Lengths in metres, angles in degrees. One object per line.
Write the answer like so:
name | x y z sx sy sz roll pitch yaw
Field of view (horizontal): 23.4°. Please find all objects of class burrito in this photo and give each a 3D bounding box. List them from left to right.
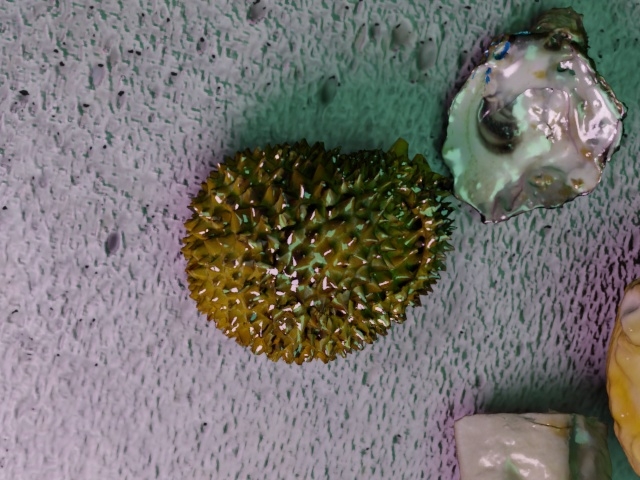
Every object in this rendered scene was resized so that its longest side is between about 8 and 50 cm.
burrito | 0.268 0.362 1.797 0.190 0.135 0.331 5 74 -40

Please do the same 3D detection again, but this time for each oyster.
oyster | 0.238 -0.137 1.789 0.223 0.083 0.214 -23 98 6

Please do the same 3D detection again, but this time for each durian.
durian | 0.000 0.011 1.663 0.293 0.258 0.258 -10 103 -27

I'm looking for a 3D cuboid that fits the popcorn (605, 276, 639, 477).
popcorn | 0.500 0.139 1.804 0.344 0.354 0.390 45 41 0
